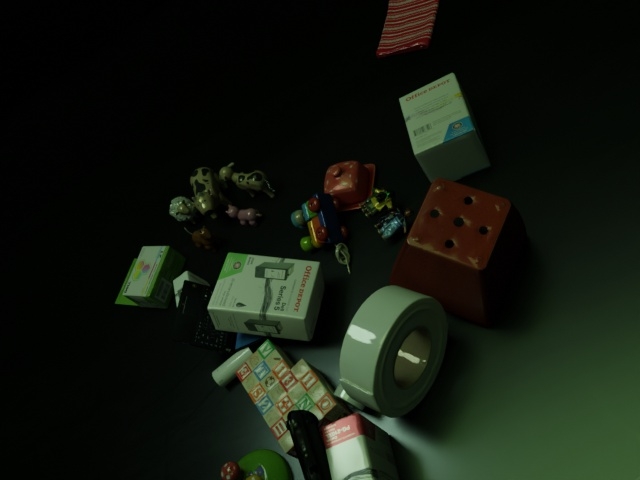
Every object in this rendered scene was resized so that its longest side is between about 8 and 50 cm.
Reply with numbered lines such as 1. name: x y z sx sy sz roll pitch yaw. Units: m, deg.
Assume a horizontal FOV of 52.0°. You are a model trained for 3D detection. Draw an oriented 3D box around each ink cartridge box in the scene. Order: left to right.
1. ink cartridge box: -0.601 0.121 2.205 0.255 0.097 0.189 0 60 32
2. ink cartridge box: -0.386 0.183 2.012 0.063 0.109 0.151 -34 47 16
3. ink cartridge box: -0.142 0.151 1.791 0.272 0.115 0.199 5 50 12
4. ink cartridge box: 0.102 0.521 1.420 0.100 0.172 0.237 -27 49 16
5. ink cartridge box: 0.343 -0.304 1.816 0.171 0.168 0.233 -22 51 19

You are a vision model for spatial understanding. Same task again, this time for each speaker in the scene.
1. speaker: -0.237 0.349 1.840 0.136 0.055 0.055 -40 47 4

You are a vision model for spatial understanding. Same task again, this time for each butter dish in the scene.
1. butter dish: 0.068 -0.177 1.948 0.160 0.118 0.160 -10 55 29

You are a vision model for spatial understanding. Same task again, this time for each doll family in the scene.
1. doll family: 0.188 -0.084 1.833 0.111 0.076 0.193 -38 65 8

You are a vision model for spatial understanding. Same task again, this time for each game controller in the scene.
1. game controller: 0.001 0.526 1.436 0.067 0.166 0.319 -19 72 -1

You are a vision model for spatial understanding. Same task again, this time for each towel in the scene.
1. towel: 0.299 -0.743 2.236 0.198 0.031 0.275 -3 59 31

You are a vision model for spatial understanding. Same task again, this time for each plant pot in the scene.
1. plant pot: 0.319 0.005 1.527 0.267 0.236 0.267 21 72 20

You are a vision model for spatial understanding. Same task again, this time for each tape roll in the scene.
1. tape roll: 0.170 0.250 1.481 0.100 0.286 0.286 18 72 39

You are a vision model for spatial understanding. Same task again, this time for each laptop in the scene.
1. laptop: -0.268 0.190 1.875 0.234 0.264 0.137 -88 20 -49

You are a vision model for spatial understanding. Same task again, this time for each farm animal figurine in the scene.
1. farm animal figurine: -0.344 -0.148 2.163 0.330 0.172 0.327 -44 47 0

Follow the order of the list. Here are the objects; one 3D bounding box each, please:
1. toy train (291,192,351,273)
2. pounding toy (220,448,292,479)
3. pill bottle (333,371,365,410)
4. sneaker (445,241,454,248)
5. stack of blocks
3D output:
1. toy train: 0.000 0.000 1.901 0.143 0.105 0.248 -26 74 41
2. pounding toy: -0.174 0.612 1.584 0.182 0.110 0.237 -18 52 23
3. pill bottle: 0.109 0.315 1.597 0.107 0.108 0.180 17 71 40
4. sneaker: 0.287 0.072 1.668 0.066 0.071 0.188 30 80 42
5. stack of blocks: -0.076 0.389 1.683 0.171 0.087 0.297 -45 47 0
